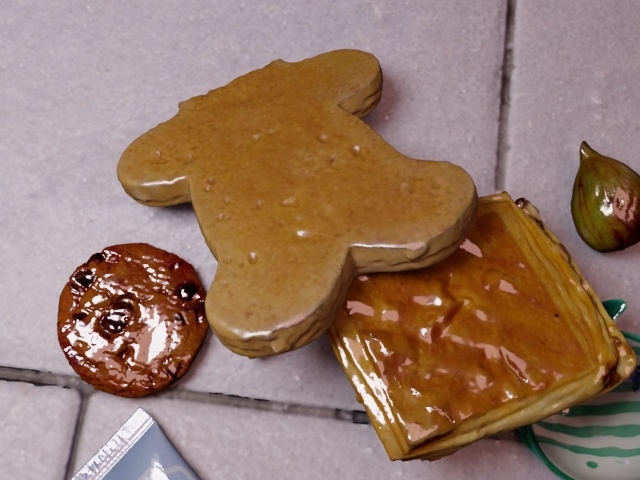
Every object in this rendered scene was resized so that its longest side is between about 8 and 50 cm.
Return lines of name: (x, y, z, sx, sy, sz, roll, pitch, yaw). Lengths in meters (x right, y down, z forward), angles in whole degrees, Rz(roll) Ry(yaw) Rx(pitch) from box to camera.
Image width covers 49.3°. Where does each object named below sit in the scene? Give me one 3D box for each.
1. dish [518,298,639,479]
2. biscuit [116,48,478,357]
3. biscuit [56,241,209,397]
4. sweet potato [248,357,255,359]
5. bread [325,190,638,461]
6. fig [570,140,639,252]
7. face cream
dish: (0.361, 0.202, 0.865, 0.078, 0.224, 0.246, 33, 53, -42)
biscuit: (-0.024, -0.072, 0.839, 0.368, 0.076, 0.394, -30, 52, -14)
biscuit: (-0.229, 0.096, 0.859, 0.192, 0.049, 0.192, 2, 77, -10)
sweet potato: (-0.001, -0.004, 0.888, 0.341, 0.092, 0.114, -46, 102, -14)
bread: (0.165, 0.108, 0.840, 0.324, 0.167, 0.278, -20, 67, -16)
fig: (0.385, -0.063, 0.943, 0.109, 0.103, 0.155, -31, 90, -35)
face cream: (-0.118, 0.370, 0.789, 0.385, 0.086, 0.135, 41, 75, 9)
